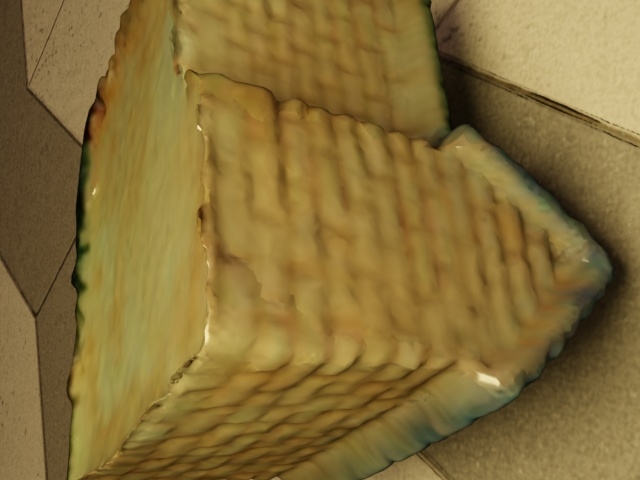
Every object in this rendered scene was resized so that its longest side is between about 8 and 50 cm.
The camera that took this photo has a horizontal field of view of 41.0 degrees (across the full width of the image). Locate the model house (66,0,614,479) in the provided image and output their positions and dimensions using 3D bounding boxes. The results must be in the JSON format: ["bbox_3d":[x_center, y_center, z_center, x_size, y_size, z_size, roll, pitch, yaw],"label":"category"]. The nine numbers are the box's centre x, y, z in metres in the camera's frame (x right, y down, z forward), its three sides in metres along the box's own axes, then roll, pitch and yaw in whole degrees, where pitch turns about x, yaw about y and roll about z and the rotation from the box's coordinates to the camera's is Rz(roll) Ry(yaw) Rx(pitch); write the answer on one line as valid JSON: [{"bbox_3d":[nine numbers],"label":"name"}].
[{"bbox_3d":[0.000,0.000,0.795,0.395,0.399,0.446,128,142,-50],"label":"model house"}]
